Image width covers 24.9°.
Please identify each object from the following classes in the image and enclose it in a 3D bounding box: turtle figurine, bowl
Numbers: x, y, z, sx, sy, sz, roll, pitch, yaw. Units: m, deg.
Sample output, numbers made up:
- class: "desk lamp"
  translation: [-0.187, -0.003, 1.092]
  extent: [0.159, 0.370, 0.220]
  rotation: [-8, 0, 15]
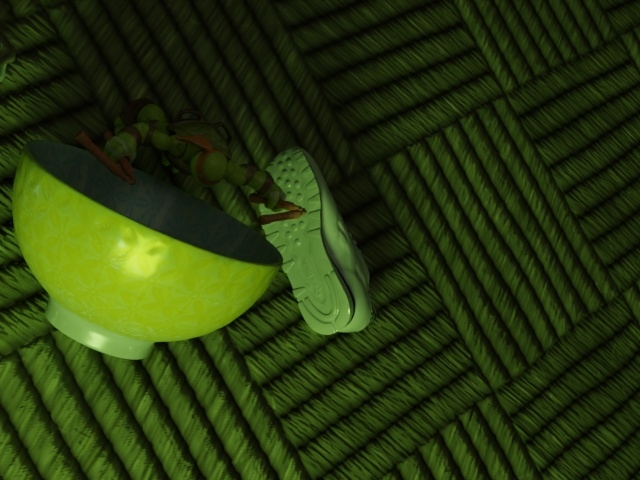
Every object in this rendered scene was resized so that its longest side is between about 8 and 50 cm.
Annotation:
- class: "turtle figurine"
  translation: [-0.153, -0.102, 1.567]
  extent: [0.270, 0.217, 0.087]
  rotation: [15, 99, -27]
- class: "bowl"
  translation: [-0.198, 0.028, 1.483]
  extent: [0.289, 0.289, 0.156]
  rotation: [20, 100, -31]

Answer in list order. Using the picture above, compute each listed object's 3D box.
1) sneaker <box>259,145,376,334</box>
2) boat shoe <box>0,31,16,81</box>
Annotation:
- class: "sneaker"
  translation: [0.000, 0.000, 1.743]
  extent: [0.095, 0.090, 0.235]
  rotation: [-4, 76, -54]
- class: "boat shoe"
  translation: [-0.384, -0.117, 1.451]
  extent: [0.103, 0.113, 0.302]
  rotation: [27, 54, -21]
